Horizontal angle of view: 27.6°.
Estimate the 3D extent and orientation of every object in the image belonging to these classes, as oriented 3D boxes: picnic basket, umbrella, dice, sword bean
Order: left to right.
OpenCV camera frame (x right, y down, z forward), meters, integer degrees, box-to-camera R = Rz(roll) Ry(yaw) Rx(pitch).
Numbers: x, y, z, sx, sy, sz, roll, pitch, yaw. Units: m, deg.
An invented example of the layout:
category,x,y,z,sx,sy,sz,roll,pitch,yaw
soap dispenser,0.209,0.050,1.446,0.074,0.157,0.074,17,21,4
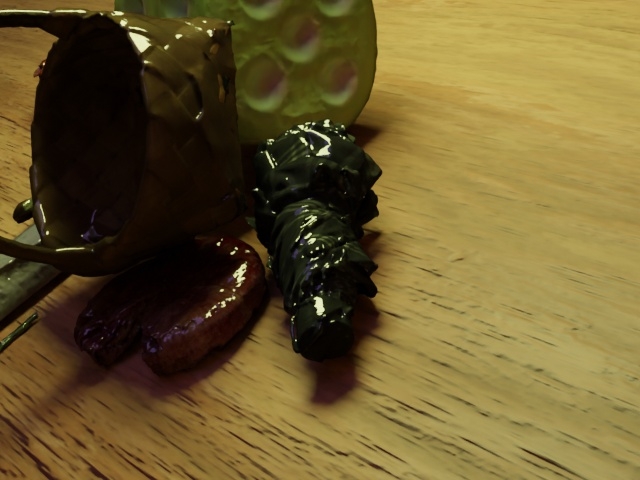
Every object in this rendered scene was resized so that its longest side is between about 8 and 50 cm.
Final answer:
category,x,y,z,sx,sy,sz,roll,pitch,yaw
sword bean,-0.360,0.112,1.524,0.012,0.012,0.083,6,41,45
picnic basket,-0.276,-0.107,1.391,0.337,0.293,0.337,-5,-9,-1
dice,-0.094,-0.248,1.610,0.254,0.250,0.252,-10,12,-36
umbrella,0.010,-0.007,1.327,0.154,0.128,0.337,-38,33,8

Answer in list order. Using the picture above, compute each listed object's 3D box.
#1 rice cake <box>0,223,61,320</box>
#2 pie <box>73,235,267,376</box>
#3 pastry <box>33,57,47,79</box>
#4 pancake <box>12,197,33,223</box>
category,x,y,z,sx,sy,sz,roll,pitch,yaw
rice cake,-0.359,0.031,1.606,0.399,0.064,0.070,-43,28,-30
pie,-0.155,0.068,1.391,0.204,0.054,0.218,-39,29,-25
pastry,-0.358,-0.281,2.122,0.208,0.097,0.115,-21,38,3
pancake,-0.313,-0.090,1.740,0.235,0.029,0.212,-34,5,11
